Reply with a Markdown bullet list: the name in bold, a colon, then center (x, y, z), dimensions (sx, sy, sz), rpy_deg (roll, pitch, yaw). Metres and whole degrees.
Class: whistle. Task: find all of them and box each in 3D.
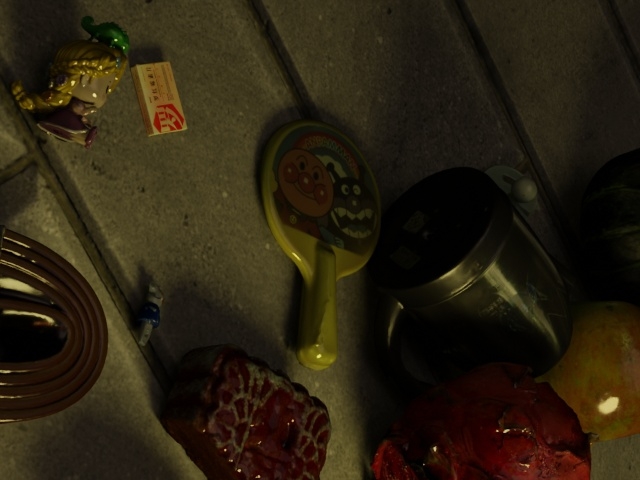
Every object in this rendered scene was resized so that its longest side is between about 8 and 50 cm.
- **whistle**: center (-0.211, 0.089, 1.710), dimensions (0.033, 0.029, 0.083), rpy_deg (51, 42, -48)

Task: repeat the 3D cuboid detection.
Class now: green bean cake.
- **green bean cake**: center (-0.091, 0.251, 1.741), dimensions (0.232, 0.097, 0.199), rpy_deg (41, 54, -32)

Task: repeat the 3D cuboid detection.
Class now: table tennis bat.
- **table tennis bat**: center (0.000, 0.000, 1.934), dimensions (0.224, 0.054, 0.369), rpy_deg (22, 61, -38)

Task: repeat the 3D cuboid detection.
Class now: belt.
- **belt**: center (-0.388, 0.086, 1.466), dimensions (0.338, 0.122, 0.217), rpy_deg (18, 68, -42)

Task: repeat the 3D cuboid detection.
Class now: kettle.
- **kettle**: center (0.222, 0.111, 2.038), dimensions (0.321, 0.228, 0.324), rpy_deg (-51, 122, -10)

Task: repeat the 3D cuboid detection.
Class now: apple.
- **apple**: center (0.444, 0.202, 2.193), dimensions (0.246, 0.246, 0.226), rpy_deg (-1, 78, -46)

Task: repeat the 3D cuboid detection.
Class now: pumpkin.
- **pumpkin**: center (0.581, 0.000, 2.386), dimensions (0.323, 0.241, 0.323), rpy_deg (12, 74, -49)

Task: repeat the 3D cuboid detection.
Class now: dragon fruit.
- **dragon fruit**: center (0.219, 0.318, 1.893), dimensions (0.301, 0.295, 0.296), rpy_deg (-43, 111, -32)

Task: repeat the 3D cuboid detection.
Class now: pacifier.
- **pacifier**: center (0.298, -0.069, 2.213), dimensions (0.126, 0.116, 0.150), rpy_deg (34, 57, -4)

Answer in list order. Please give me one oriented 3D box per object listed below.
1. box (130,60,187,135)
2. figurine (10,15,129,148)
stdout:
- **box**: center (-0.208, -0.183, 1.794), dimensions (0.058, 0.015, 0.093), rpy_deg (-16, 91, -45)
- **figurine**: center (-0.296, -0.201, 1.661), dimensions (0.115, 0.095, 0.156), rpy_deg (26, 79, -15)
